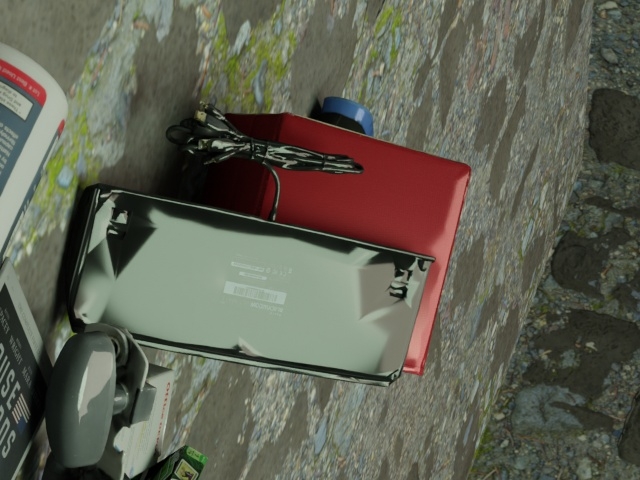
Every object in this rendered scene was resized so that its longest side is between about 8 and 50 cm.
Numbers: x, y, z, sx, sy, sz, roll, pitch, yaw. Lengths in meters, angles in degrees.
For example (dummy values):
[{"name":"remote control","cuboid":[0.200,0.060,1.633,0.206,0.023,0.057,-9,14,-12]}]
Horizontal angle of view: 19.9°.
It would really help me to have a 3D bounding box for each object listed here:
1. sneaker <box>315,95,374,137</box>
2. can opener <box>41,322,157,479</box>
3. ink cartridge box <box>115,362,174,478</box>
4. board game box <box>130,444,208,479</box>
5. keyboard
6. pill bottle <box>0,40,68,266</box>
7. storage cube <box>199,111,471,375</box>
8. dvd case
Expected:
[{"name":"sneaker","cuboid":[0.032,-0.070,2.037,0.090,0.081,0.232,-68,156,-18]},{"name":"can opener","cuboid":[-0.201,0.195,1.414,0.095,0.076,0.283,-2,115,-49]},{"name":"ink cartridge box","cuboid":[-0.173,0.153,1.535,0.122,0.052,0.088,-13,116,-72]},{"name":"board game box","cuboid":[-0.181,0.302,1.545,0.136,0.030,0.259,-40,-158,53]},{"name":"keyboard","cuboid":[-0.048,0.002,1.490,0.033,0.317,0.201,24,-80,61]},{"name":"pill bottle","cuboid":[-0.230,-0.025,1.081,0.108,0.108,0.180,74,32,-60]},{"name":"storage cube","cuboid":[0.000,0.000,1.641,0.184,0.215,0.193,-170,-86,-71]},{"name":"dvd case","cuboid":[-0.258,0.151,1.279,0.179,0.030,0.238,82,27,-55]}]
